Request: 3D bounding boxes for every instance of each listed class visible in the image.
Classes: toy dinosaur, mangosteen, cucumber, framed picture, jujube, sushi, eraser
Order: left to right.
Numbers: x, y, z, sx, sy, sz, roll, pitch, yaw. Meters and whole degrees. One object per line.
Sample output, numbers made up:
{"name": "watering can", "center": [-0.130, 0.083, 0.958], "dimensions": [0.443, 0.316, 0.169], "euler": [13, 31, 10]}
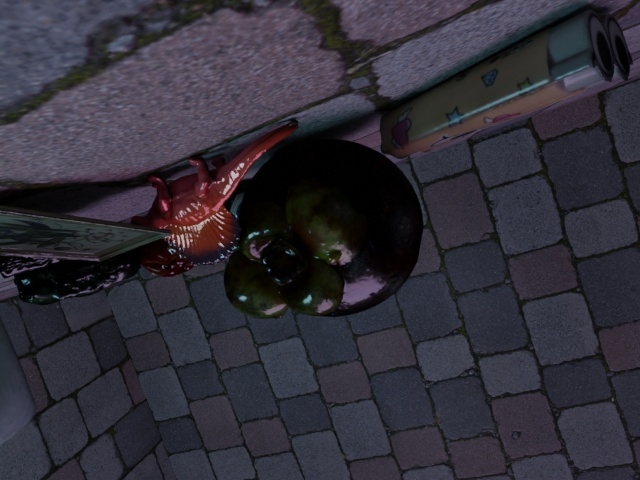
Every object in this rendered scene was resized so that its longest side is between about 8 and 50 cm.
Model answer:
{"name": "framed picture", "center": [-0.328, -0.003, 0.497], "dimensions": [0.173, 0.010, 0.231], "euler": [-16, 166, 31]}
{"name": "cucumber", "center": [-0.472, 0.014, 0.735], "dimensions": [0.058, 0.058, 0.187], "euler": [-16, -177, 43]}
{"name": "sushi", "center": [-0.494, 0.053, 0.849], "dimensions": [0.225, 0.127, 0.124], "euler": [-19, -177, -34]}
{"name": "jujube", "center": [-0.335, 0.002, 0.961], "dimensions": [0.155, 0.155, 0.230], "euler": [-22, -177, -41]}
{"name": "toy dinosaur", "center": [-0.136, -0.042, 0.548], "dimensions": [0.286, 0.138, 0.070], "euler": [-18, -175, 19]}
{"name": "mangosteen", "center": [0.006, -0.009, 0.688], "dimensions": [0.330, 0.330, 0.330], "euler": [-19, -176, 1]}
{"name": "eraser", "center": [0.234, -0.198, 0.572], "dimensions": [0.171, 0.087, 0.291], "euler": [-24, -174, -39]}

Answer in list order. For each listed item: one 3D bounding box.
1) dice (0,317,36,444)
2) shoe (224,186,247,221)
{"name": "dice", "center": [-0.549, 0.170, 0.515], "dimensions": [0.263, 0.268, 0.265], "euler": [-22, -176, -40]}
{"name": "shoe", "center": [-0.171, -0.086, 0.959], "dimensions": [0.106, 0.091, 0.207], "euler": [24, -170, 17]}
